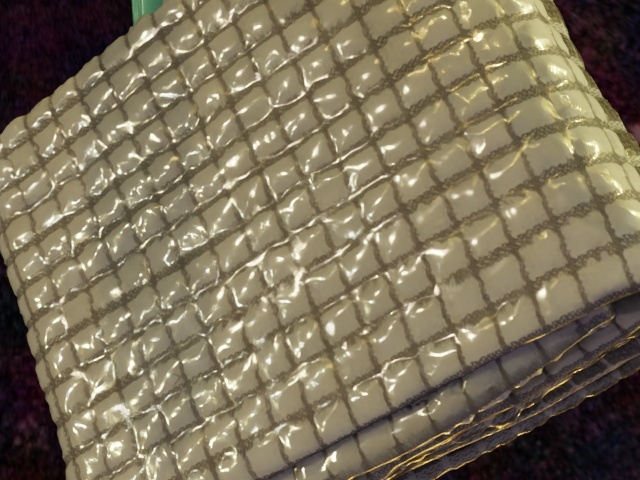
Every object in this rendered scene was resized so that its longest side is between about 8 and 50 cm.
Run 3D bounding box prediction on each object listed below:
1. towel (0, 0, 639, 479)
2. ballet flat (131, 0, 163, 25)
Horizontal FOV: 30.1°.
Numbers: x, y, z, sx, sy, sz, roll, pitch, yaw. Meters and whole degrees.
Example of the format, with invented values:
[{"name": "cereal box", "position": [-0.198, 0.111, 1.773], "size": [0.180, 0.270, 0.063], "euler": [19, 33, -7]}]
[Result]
[{"name": "towel", "position": [0.000, 0.000, 0.536], "size": [0.283, 0.235, 0.121], "euler": [-33, 155, 21]}, {"name": "ballet flat", "position": [-0.042, -0.304, 0.800], "size": [0.164, 0.182, 0.483], "euler": [6, 115, 16]}]
